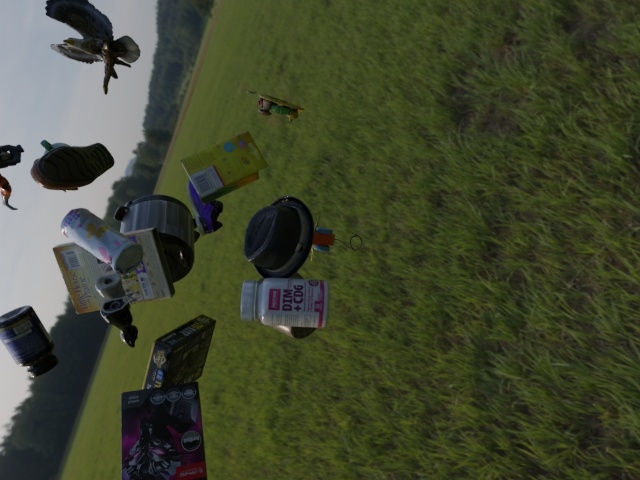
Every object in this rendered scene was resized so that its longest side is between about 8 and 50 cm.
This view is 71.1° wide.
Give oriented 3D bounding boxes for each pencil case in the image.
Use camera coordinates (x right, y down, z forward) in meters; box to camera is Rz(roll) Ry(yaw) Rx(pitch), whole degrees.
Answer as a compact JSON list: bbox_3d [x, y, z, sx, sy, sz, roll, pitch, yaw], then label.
[{"bbox_3d":[-0.699,0.002,1.437,0.113,0.273,0.124,-51,-17,-29],"label":"pencil case"}]

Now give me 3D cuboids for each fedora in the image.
[{"bbox_3d":[-0.183,-0.015,1.658,0.334,0.152,0.334,-9,75,36],"label":"fedora"}]

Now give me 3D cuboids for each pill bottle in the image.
[{"bbox_3d":[-0.117,0.206,1.498,0.160,0.283,0.160,-178,90,-86],"label":"pill bottle"},{"bbox_3d":[-0.968,0.336,1.484,0.123,0.123,0.219,-141,31,-68],"label":"pill bottle"}]

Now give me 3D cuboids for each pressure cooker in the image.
[{"bbox_3d":[-0.825,-0.026,2.294,0.370,0.375,0.420,77,178,-48],"label":"pressure cooker"}]

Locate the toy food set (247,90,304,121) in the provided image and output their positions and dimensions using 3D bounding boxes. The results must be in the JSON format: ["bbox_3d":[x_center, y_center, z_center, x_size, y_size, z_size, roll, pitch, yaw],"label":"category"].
[{"bbox_3d":[-0.175,-0.503,1.701,0.128,0.218,0.071,-100,27,-69],"label":"toy food set"}]

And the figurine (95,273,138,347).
[{"bbox_3d":[-0.722,0.253,1.610,0.215,0.092,0.209,50,152,42],"label":"figurine"}]

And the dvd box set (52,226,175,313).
[{"bbox_3d":[-0.855,0.129,1.871,0.062,0.420,0.307,-93,-8,-73],"label":"dvd box set"}]

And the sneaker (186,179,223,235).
[{"bbox_3d":[-0.548,-0.173,2.175,0.102,0.146,0.293,98,154,-78],"label":"sneaker"}]

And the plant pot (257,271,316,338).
[{"bbox_3d":[-0.151,0.336,2.228,0.280,0.323,0.323,36,108,42],"label":"plant pot"}]

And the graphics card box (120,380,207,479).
[{"bbox_3d":[-0.462,0.622,1.321,0.094,0.233,0.371,111,150,-50],"label":"graphics card box"}]

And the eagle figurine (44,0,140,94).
[{"bbox_3d":[-0.844,-0.724,1.632,0.226,0.298,0.225,-49,-20,-1],"label":"eagle figurine"}]

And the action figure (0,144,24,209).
[{"bbox_3d":[-1.295,-0.251,1.652,0.341,0.178,0.330,-27,-58,-60],"label":"action figure"}]

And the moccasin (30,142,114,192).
[{"bbox_3d":[-0.784,-0.225,1.396,0.147,0.139,0.380,-29,23,5],"label":"moccasin"}]

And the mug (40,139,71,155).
[{"bbox_3d":[-1.087,-0.356,1.875,0.097,0.129,0.158,36,132,42],"label":"mug"}]

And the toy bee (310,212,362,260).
[{"bbox_3d":[0.000,0.000,1.937,0.195,0.298,0.162,-62,24,-4],"label":"toy bee"}]

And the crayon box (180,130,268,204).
[{"bbox_3d":[-0.404,-0.313,1.915,0.202,0.318,0.081,60,168,13],"label":"crayon box"}]

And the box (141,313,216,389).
[{"bbox_3d":[-0.517,0.439,1.651,0.322,0.079,0.257,-27,-43,-73],"label":"box"}]
